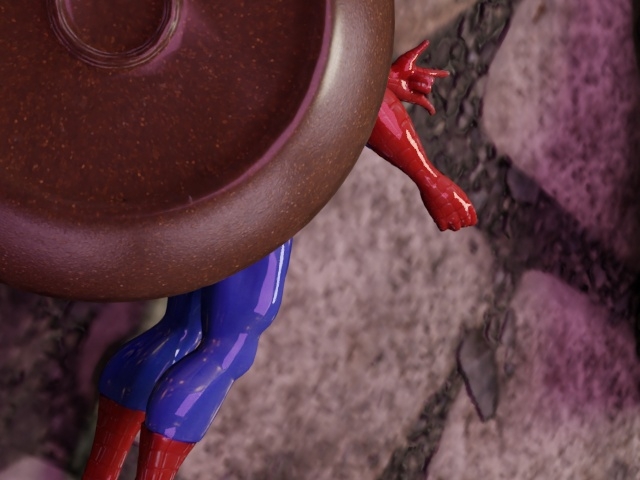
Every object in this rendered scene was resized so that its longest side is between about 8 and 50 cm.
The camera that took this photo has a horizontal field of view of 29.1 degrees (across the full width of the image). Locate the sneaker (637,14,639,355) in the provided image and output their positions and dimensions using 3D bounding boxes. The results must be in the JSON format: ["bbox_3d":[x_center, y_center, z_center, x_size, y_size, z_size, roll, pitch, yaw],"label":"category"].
[{"bbox_3d":[0.261,-0.057,0.640,0.134,0.146,0.343,-11,106,-24],"label":"sneaker"}]

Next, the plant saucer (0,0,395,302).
[{"bbox_3d":[-0.068,-0.076,0.403,0.199,0.036,0.198,-1,94,-12],"label":"plant saucer"}]

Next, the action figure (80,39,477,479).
[{"bbox_3d":[0.000,0.000,0.494,0.139,0.091,0.280,14,92,-31],"label":"action figure"}]
